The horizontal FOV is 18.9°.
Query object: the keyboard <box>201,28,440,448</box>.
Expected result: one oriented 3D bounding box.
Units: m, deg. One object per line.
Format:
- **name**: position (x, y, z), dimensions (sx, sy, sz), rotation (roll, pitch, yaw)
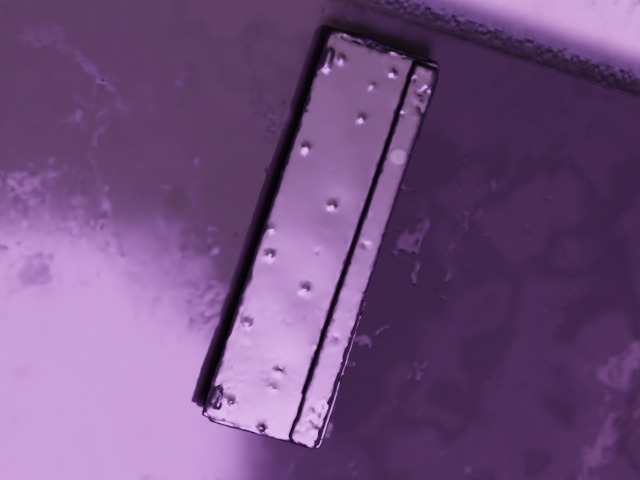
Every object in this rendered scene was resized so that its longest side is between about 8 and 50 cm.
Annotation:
- **keyboard**: position (0.000, 0.000, 1.074), dimensions (0.072, 0.023, 0.231), rotation (17, 96, -13)
